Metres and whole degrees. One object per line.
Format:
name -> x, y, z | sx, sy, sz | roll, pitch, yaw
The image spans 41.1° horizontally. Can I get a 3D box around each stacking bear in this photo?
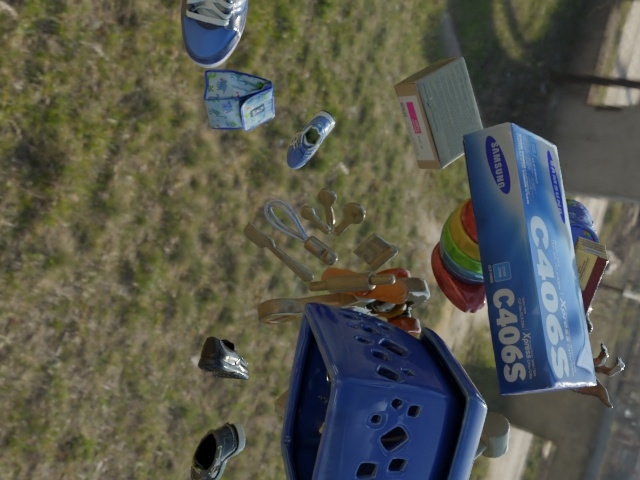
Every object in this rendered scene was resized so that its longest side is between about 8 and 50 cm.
stacking bear -> 0.320, -0.017, 1.625 | 0.175, 0.164, 0.289 | -38, 162, -26

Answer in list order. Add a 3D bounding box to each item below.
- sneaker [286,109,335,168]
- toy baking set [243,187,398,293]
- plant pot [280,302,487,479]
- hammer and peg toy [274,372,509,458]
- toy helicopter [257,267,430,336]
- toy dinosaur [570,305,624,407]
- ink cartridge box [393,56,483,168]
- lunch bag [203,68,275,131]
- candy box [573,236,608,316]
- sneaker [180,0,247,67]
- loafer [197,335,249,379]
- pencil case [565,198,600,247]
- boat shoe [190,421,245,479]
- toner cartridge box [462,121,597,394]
sneaker -> -0.043, -0.274, 2.373 | 0.211, 0.080, 0.081 | -52, 180, 40
toy baking set -> 0.004, 0.006, 1.388 | 0.197, 0.256, 0.030 | 62, 38, -21
plant pot -> 0.077, 0.235, 1.104 | 0.236, 0.212, 0.236 | -117, -144, -68
hammer and peg toy -> 0.131, 0.289, 1.469 | 0.266, 0.361, 0.127 | -37, 136, -43
toy helicopter -> 0.048, 0.126, 1.732 | 0.235, 0.354, 0.140 | 98, -16, -71
toy dinosaur -> 0.553, 0.262, 1.939 | 0.200, 0.296, 0.127 | -34, 159, 23
ink cartridge box -> 0.308, -0.325, 2.181 | 0.193, 0.088, 0.235 | -32, 113, -32
lunch bag -> -0.177, -0.308, 1.884 | 0.129, 0.151, 0.096 | 93, -5, -67
candy box -> 0.411, 0.059, 1.348 | 0.186, 0.053, 0.109 | -24, 133, -73
sneaker -> -0.196, -0.480, 1.534 | 0.236, 0.130, 0.323 | -52, 160, -82
loafer -> -0.202, 0.256, 1.859 | 0.220, 0.080, 0.079 | 63, 31, -71
pencil case -> 0.536, -0.007, 1.842 | 0.306, 0.133, 0.120 | -45, 139, -71
boat shoe -> -0.237, 0.456, 1.817 | 0.068, 0.081, 0.228 | -1, 143, -35
toner cartridge box -> 0.283, 0.028, 1.153 | 0.165, 0.075, 0.348 | 10, 70, -54
